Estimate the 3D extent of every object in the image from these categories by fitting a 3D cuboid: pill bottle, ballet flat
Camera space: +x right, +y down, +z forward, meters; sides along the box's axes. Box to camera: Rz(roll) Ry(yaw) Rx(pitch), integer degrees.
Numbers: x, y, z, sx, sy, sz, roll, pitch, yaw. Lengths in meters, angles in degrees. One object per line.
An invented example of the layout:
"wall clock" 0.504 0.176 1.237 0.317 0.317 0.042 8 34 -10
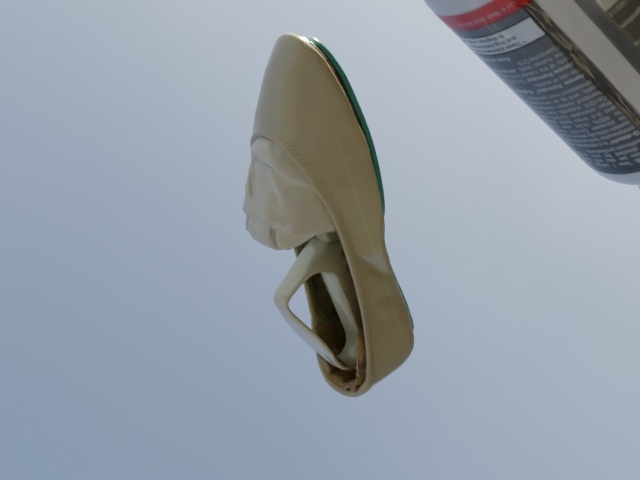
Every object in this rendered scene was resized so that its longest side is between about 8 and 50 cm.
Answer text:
"pill bottle" 0.279 -0.180 0.864 0.363 0.210 0.210 39 -116 -25
"ballet flat" 0.000 0.000 0.572 0.086 0.086 0.248 -44 -48 -29
